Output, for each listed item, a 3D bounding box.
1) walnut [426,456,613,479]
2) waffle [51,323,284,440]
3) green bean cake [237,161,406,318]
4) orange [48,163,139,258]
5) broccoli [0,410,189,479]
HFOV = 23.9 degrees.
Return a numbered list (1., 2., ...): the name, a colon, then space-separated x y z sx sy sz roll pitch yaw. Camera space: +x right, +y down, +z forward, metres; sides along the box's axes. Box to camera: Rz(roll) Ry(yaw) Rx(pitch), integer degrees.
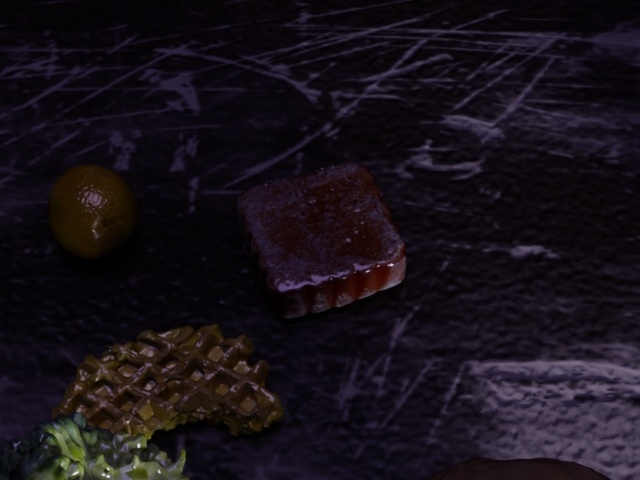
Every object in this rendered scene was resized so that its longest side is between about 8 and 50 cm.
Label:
1. walnut: 0.125 0.279 1.062 0.227 0.273 0.273 7 45 -33
2. waffle: -0.133 0.146 1.289 0.194 0.051 0.149 -14 53 -15
3. green bean cake: 0.000 0.000 1.394 0.136 0.056 0.135 -16 54 -10
4. orange: -0.213 -0.028 1.408 0.085 0.085 0.095 -24 33 -16
5. broccoli: -0.152 0.263 1.078 0.243 0.247 0.263 12 72 20
